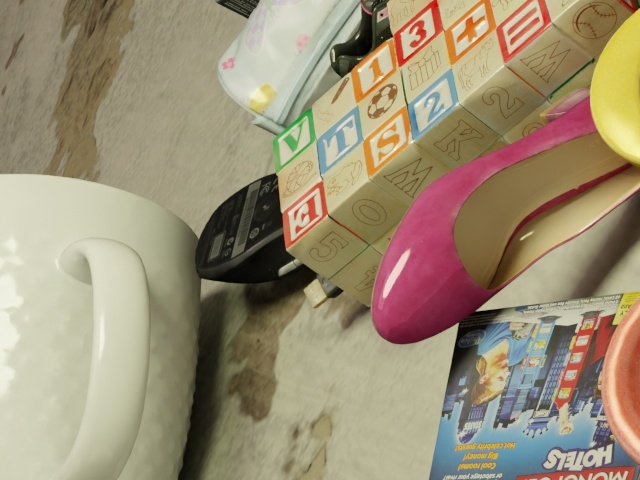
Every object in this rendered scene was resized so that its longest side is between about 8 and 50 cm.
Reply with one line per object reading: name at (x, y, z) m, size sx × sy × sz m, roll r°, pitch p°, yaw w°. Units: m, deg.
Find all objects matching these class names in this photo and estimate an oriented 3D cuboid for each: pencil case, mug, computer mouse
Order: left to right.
mug at (-0.224, 0.133, 1.618) m, size 0.374 × 0.276 × 0.328 m, roll -39°, pitch 43°, yaw 56°
computer mouse at (0.000, 0.000, 1.582) m, size 0.262 × 0.060 × 0.184 m, roll -31°, pitch 34°, yaw 32°
pencil case at (0.025, -0.215, 1.671) m, size 0.273 × 0.113 × 0.124 m, roll -53°, pitch 36°, yaw 22°

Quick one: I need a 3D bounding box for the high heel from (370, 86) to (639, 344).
high heel at (0.138, -0.018, 1.214) m, size 0.244 × 0.082 × 0.117 m, roll -38°, pitch 21°, yaw -25°

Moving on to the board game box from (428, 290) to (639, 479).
board game box at (0.135, 0.129, 1.152) m, size 0.194 × 0.060 × 0.194 m, roll -9°, pitch 50°, yaw 49°

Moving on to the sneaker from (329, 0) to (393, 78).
sneaker at (0.074, -0.187, 1.587) m, size 0.178 × 0.077 × 0.072 m, roll -56°, pitch 28°, yaw 17°

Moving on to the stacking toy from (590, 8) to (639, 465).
stacking toy at (0.287, 0.006, 1.007) m, size 0.279 × 0.130 × 0.309 m, roll -11°, pitch 55°, yaw 28°

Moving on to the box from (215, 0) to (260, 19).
box at (-0.005, -0.288, 1.823) m, size 0.158 × 0.093 × 0.156 m, roll -21°, pitch 48°, yaw 58°

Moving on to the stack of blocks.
stack of blocks at (0.100, -0.112, 1.398) m, size 0.297 × 0.087 × 0.171 m, roll -40°, pitch 33°, yaw 25°
